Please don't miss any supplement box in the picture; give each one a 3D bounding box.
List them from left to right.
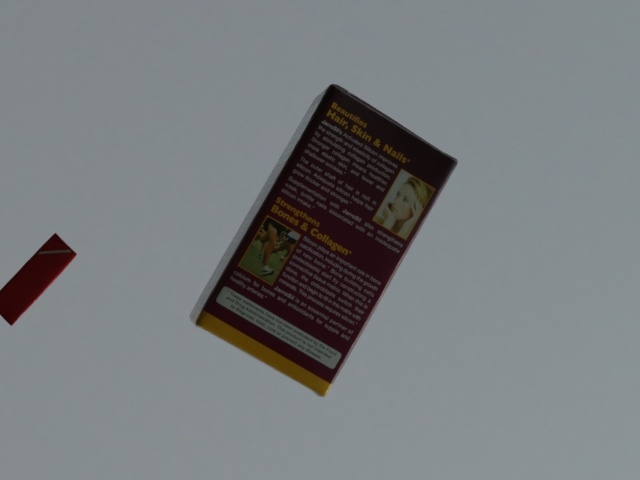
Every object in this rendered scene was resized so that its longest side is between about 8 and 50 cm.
[{"bbox_3d":[0.000,0.000,0.960,0.104,0.081,0.188,30,-95,-8],"label":"supplement box"}]

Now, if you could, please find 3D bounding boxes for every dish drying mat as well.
[{"bbox_3d":[-0.248,0.033,1.191,0.032,0.008,0.083,42,-94,19],"label":"dish drying mat"}]
